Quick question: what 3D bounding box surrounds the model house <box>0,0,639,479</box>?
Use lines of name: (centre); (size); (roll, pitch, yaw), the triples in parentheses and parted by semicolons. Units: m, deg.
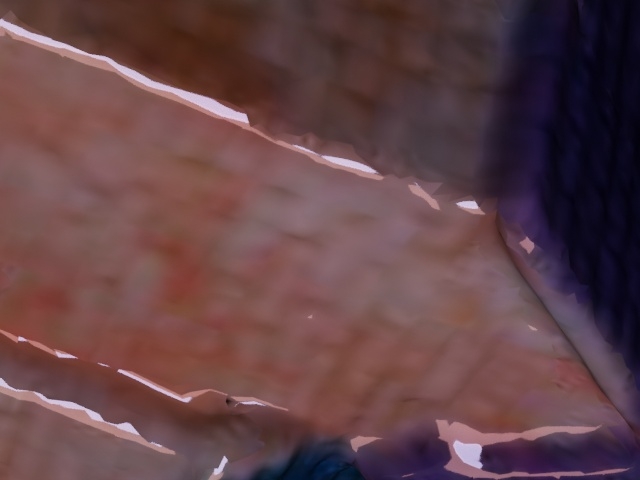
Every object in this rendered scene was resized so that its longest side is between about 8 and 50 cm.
model house: (0.000, 0.000, 0.693); (0.280, 0.245, 0.312); (19, 138, -7)
